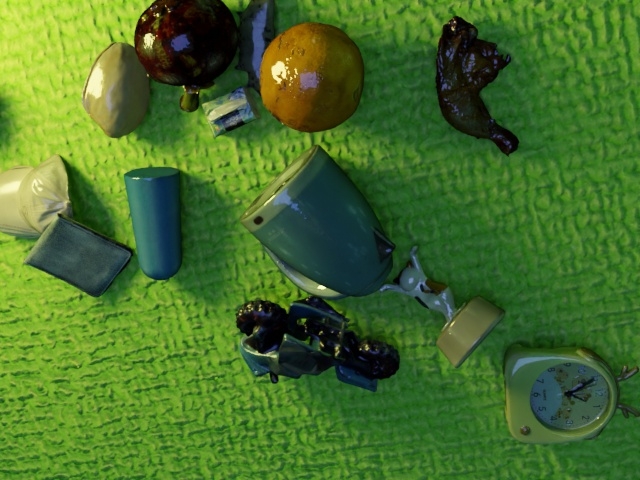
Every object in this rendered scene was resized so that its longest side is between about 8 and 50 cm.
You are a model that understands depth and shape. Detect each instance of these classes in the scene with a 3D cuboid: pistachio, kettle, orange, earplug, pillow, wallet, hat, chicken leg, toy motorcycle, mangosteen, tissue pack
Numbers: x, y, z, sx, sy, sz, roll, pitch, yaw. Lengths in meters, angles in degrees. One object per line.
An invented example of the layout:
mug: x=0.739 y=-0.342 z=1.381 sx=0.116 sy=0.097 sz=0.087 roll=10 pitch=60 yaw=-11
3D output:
pistachio: x=-0.480 y=-0.352 z=1.851 sx=0.152 sy=0.126 sz=0.223 roll=0 pitch=101 yaw=-25
kettle: x=0.000 y=0.000 z=1.823 sx=0.342 sy=0.247 sz=0.319 roll=45 pitch=137 yaw=-13
orange: x=-0.018 y=-0.353 z=1.714 sx=0.240 sy=0.240 sz=0.240 roll=2 pitch=104 yaw=9
earplug: x=-0.397 y=-0.034 z=1.917 sx=0.132 sy=0.132 sz=0.273 roll=1 pitch=108 yaw=9
pillow: x=-0.150 y=-0.451 z=1.805 sx=0.093 sy=0.051 sz=0.241 roll=4 pitch=105 yaw=3
wallet: x=-0.598 y=0.040 z=1.961 sx=0.222 sy=0.036 sz=0.167 roll=30 pitch=110 yaw=-30
hat: x=-0.725 y=-0.093 z=1.949 sx=0.226 sy=0.164 sz=0.220 roll=-8 pitch=102 yaw=-11
chicken leg: x=0.341 y=-0.335 z=1.744 sx=0.177 sy=0.083 sz=0.323 roll=-10 pitch=100 yaw=-3
toy motorcycle: x=-0.024 y=0.266 z=1.908 sx=0.416 sy=0.172 sz=0.232 roll=19 pitch=135 yaw=-12
mangosteen: x=-0.293 y=-0.420 z=1.773 sx=0.231 sy=0.231 sz=0.289 roll=2 pitch=141 yaw=9
tissue pack: x=-0.211 y=-0.301 z=1.838 sx=0.111 sy=0.079 sz=0.085 roll=-21 pitch=99 yaw=14

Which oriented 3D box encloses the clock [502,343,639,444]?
clock: x=0.591 y=0.358 z=1.861 sx=0.308 sy=0.096 sz=0.235 roll=-3 pitch=102 yaw=10

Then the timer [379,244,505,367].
timer: x=0.278 y=0.147 z=1.850 sx=0.266 sy=0.175 sz=0.175 roll=42 pitch=107 yaw=14
